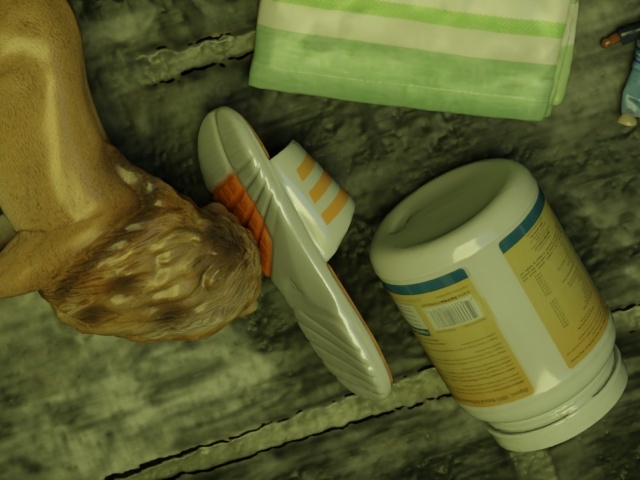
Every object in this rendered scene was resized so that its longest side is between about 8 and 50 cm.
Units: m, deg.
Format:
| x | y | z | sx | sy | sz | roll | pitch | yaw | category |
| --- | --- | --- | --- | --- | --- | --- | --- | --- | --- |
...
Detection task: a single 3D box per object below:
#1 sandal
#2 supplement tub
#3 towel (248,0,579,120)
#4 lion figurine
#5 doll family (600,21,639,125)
| x | y | z | sx | sy | sz | roll | pitch | yaw | category |
| --- | --- | --- | --- | --- | --- | --- | --- | --- | --- |
| -0.005 | 0.001 | 1.442 | 0.076 | 0.102 | 0.265 | -36 | 103 | -25 | sandal |
| 0.143 | 0.051 | 1.440 | 0.144 | 0.144 | 0.199 | -29 | 110 | 8 | supplement tub |
| 0.089 | -0.255 | 1.376 | 0.248 | 0.038 | 0.324 | 7 | 113 | -5 | towel |
| -0.210 | -0.077 | 1.367 | 0.240 | 0.142 | 0.392 | -17 | 116 | 12 | lion figurine |
| 0.314 | -0.131 | 1.418 | 0.193 | 0.076 | 0.111 | 5 | 116 | -2 | doll family |
